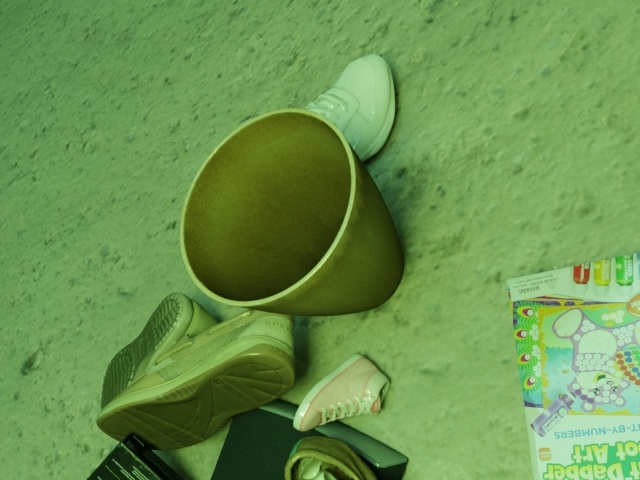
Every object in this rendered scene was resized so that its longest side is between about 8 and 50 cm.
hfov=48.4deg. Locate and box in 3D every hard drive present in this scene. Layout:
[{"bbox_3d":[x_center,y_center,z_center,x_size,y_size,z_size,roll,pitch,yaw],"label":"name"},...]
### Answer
[{"bbox_3d":[-0.030,0.304,0.906,0.255,0.054,0.172,14,78,36],"label":"hard drive"}]

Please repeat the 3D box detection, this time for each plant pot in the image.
[{"bbox_3d":[0.000,0.000,0.889,0.237,0.254,0.237,-14,63,29],"label":"plant pot"}]

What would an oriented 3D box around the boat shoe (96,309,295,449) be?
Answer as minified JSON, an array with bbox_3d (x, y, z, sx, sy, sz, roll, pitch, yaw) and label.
[{"bbox_3d":[-0.166,0.190,0.969,0.341,0.121,0.110,-27,36,27],"label":"boat shoe"}]

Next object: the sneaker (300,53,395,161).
[{"bbox_3d":[0.000,-0.145,1.016,0.114,0.152,0.305,28,86,40],"label":"sneaker"}]

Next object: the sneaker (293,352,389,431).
[{"bbox_3d":[0.032,0.200,0.884,0.070,0.051,0.134,33,52,29],"label":"sneaker"}]

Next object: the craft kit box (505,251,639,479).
[{"bbox_3d":[0.335,0.136,0.742,0.250,0.061,0.246,-16,65,27],"label":"craft kit box"}]

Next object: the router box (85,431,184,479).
[{"bbox_3d":[-0.239,0.370,0.961,0.179,0.046,0.133,43,97,1],"label":"router box"}]

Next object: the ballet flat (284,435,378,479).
[{"bbox_3d":[0.074,0.342,0.736,0.116,0.124,0.342,-43,66,2],"label":"ballet flat"}]

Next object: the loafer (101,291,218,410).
[{"bbox_3d":[-0.245,0.190,1.074,0.268,0.092,0.102,-47,37,28],"label":"loafer"}]
